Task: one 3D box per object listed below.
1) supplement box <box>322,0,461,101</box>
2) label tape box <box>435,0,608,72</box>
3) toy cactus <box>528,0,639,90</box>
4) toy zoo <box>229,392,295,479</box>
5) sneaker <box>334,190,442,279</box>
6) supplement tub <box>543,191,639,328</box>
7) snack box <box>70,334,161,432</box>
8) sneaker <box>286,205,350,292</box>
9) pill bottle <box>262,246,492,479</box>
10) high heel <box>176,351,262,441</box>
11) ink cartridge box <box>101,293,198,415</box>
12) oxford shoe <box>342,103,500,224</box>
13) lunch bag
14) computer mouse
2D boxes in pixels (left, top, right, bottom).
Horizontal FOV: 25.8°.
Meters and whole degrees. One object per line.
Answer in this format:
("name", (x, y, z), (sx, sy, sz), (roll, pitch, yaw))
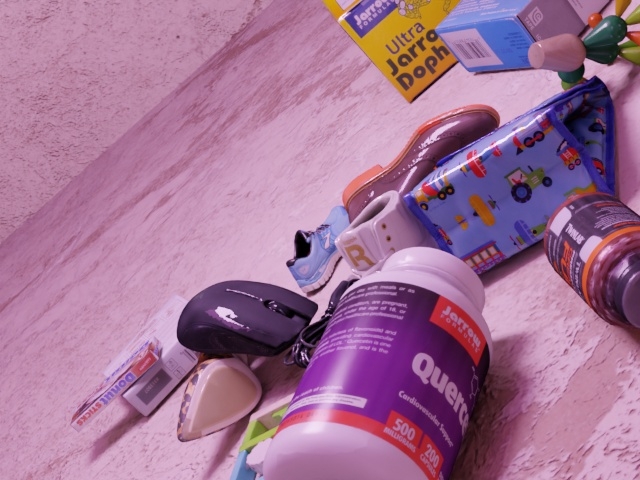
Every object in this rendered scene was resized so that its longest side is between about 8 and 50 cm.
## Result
("supplement box", (0.137, -0.416, 2.481), (0.194, 0.195, 0.356), (-41, 20, 8))
("label tape box", (0.366, -0.414, 2.174), (0.333, 0.106, 0.240), (-48, 21, -15))
("toy cactus", (0.354, -0.259, 1.828), (0.180, 0.112, 0.219), (-9, -8, -28))
("toy zoo", (-0.043, 0.284, 1.670), (0.192, 0.030, 0.293), (-31, 24, 31))
("sneaker", (0.066, 0.069, 1.694), (0.108, 0.169, 0.292), (-24, 29, 39))
("supplement tub", (0.304, 0.024, 1.422), (0.106, 0.106, 0.198), (-42, 20, 5))
("snack box", (-0.317, 0.222, 2.165), (0.178, 0.022, 0.064), (-42, 14, 11))
("sneaker", (0.000, 0.000, 2.089), (0.063, 0.073, 0.162), (-23, 29, 45))
("pill bottle", (0.074, 0.158, 1.479), (0.181, 0.181, 0.323), (-25, 28, 42))
("high heel", (-0.162, 0.207, 1.965), (0.186, 0.093, 0.261), (-26, 20, 46))
("ink cartridge box", (-0.255, 0.180, 2.258), (0.189, 0.066, 0.232), (-47, 12, -9))
("oxford shoe", (0.152, -0.089, 1.989), (0.271, 0.097, 0.098), (-39, 40, 25))
("lunch bag", (0.260, -0.104, 1.775), (0.221, 0.138, 0.293), (-32, 10, 26))
("computer mouse", (-0.082, 0.095, 1.893), (0.272, 0.072, 0.188), (-1, 30, 29))
